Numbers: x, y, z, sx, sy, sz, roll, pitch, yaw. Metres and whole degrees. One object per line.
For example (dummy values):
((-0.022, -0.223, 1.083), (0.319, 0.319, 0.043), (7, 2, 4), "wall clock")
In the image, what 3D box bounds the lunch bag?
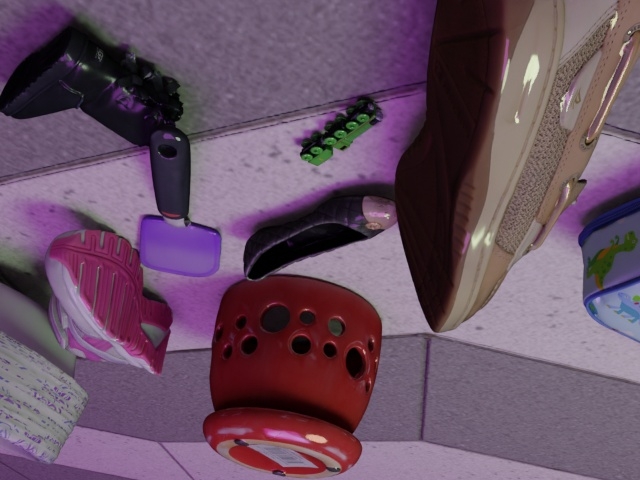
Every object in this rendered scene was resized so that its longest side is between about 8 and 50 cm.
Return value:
((0.334, 0.031, 0.566), (0.219, 0.090, 0.176), (25, 146, -24), "lunch bag")

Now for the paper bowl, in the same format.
((-0.405, 0.136, 0.834), (0.284, 0.148, 0.284), (18, 152, 10), "paper bowl")

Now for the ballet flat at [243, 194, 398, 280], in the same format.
((0.000, 0.000, 0.639), (0.173, 0.049, 0.057), (-20, 139, 37), "ballet flat")

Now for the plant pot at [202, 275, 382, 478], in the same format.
((-0.035, 0.157, 0.785), (0.191, 0.174, 0.191), (8, 149, 5), "plant pot")

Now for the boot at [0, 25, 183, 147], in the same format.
((-0.169, -0.102, 0.531), (0.121, 0.045, 0.099), (-18, 145, 38), "boot")

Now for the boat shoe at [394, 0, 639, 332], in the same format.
((0.124, -0.042, 0.474), (0.110, 0.121, 0.341), (-11, 149, -9), "boat shoe")

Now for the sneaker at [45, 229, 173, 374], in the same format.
((-0.247, 0.075, 0.771), (0.111, 0.103, 0.252), (3, 147, 7), "sneaker")

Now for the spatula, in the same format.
((-0.126, -0.023, 0.629), (0.084, 0.030, 0.296), (12, 160, -5), "spatula")

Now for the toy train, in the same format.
((0.015, -0.080, 0.541), (0.024, 0.017, 0.083), (20, 148, -34), "toy train")
